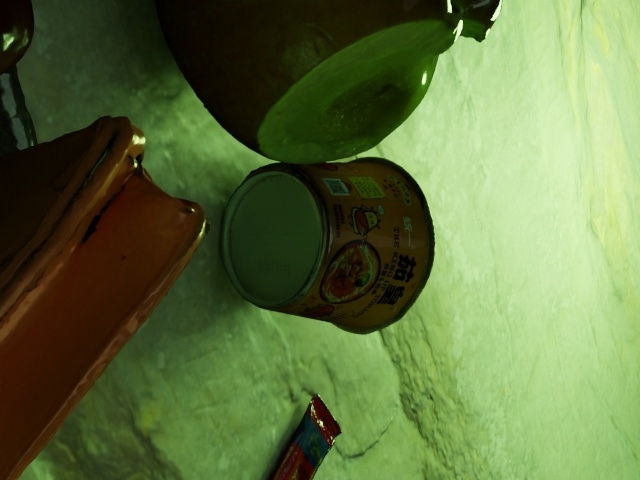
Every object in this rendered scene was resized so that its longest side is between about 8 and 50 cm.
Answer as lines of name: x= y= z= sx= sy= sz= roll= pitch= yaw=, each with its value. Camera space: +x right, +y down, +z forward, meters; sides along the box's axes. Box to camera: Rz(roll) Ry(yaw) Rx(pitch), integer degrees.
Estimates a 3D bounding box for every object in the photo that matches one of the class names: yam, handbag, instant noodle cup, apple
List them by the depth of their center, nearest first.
handbag: x=-0.284 y=0.089 z=0.925 sx=0.116 sy=0.303 sz=0.410 roll=51 pitch=55 yaw=-25
yam: x=-0.277 y=-0.034 z=1.160 sx=0.061 sy=0.061 sz=0.274 roll=-29 pitch=115 yaw=-53
apple: x=0.021 y=-0.274 z=1.327 sx=0.374 sy=0.374 sz=0.384 roll=-54 pitch=128 yaw=-40
instant noodle cup: x=0.000 y=0.000 z=1.466 sx=0.172 sy=0.215 sz=0.216 roll=6 pitch=88 yaw=-48

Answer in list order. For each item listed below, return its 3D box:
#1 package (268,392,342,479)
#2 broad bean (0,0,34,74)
package: x=-0.032 y=0.294 z=1.594 sx=0.200 sy=0.022 sz=0.083 roll=-58 pitch=137 yaw=-34
broad bean: x=-0.328 y=-0.189 z=1.004 sx=0.228 sy=0.122 sz=0.156 roll=10 pitch=81 yaw=-58
